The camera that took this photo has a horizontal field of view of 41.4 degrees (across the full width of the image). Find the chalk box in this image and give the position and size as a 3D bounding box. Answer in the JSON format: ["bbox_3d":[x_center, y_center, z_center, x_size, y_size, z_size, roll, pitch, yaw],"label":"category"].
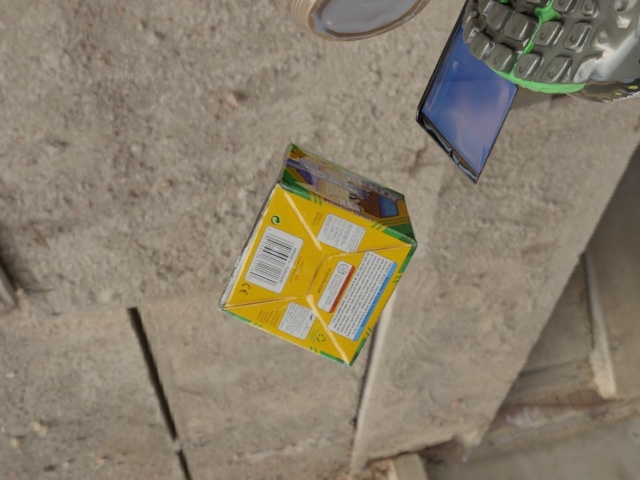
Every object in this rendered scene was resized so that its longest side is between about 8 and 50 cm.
[{"bbox_3d":[0.000,0.000,1.093,0.179,0.289,0.180,24,107,-5],"label":"chalk box"}]

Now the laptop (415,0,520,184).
[{"bbox_3d":[0.255,-0.196,0.962,0.264,0.136,0.234,-17,159,22],"label":"laptop"}]

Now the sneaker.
[{"bbox_3d":[0.178,-0.158,0.476,0.146,0.343,0.134,30,122,-1],"label":"sneaker"}]

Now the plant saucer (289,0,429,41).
[{"bbox_3d":[0.083,-0.427,1.482,0.278,0.041,0.278,-14,165,-4],"label":"plant saucer"}]
